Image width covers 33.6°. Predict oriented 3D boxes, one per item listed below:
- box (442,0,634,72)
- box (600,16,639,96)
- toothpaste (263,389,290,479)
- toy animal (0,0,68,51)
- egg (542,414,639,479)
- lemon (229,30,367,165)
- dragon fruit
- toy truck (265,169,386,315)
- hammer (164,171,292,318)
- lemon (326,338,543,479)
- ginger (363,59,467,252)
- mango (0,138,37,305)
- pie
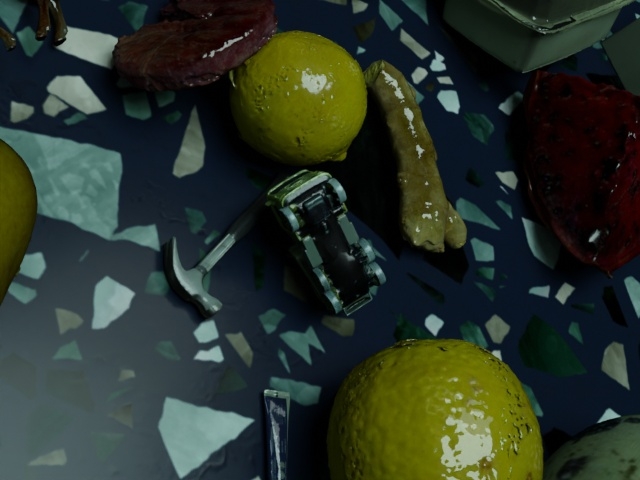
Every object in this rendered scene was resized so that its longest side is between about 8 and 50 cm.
[{"bbox_3d":[0.350,-0.402,1.678,0.290,0.166,0.220,-27,57,-37],"label":"box"},{"bbox_3d":[0.661,-0.311,1.908,0.225,0.117,0.225,-23,85,-37],"label":"box"},{"bbox_3d":[-0.052,0.250,1.284,0.037,0.021,0.140,12,64,-28],"label":"toothpaste"},{"bbox_3d":[-0.440,-0.315,1.238,0.260,0.087,0.243,55,39,0],"label":"toy animal"},{"bbox_3d":[0.391,0.383,1.351,0.287,0.287,0.379,42,48,-12],"label":"egg"},{"bbox_3d":[-0.032,-0.186,1.377,0.206,0.173,0.173,27,59,-27],"label":"lemon"},{"bbox_3d":[0.452,-0.100,1.713,0.329,0.228,0.286,4,101,-52],"label":"dragon fruit"},{"bbox_3d":[0.000,0.000,1.357,0.085,0.116,0.191,-34,115,-15],"label":"toy truck"},{"bbox_3d":[-0.109,-0.016,1.351,0.103,0.029,0.246,46,52,-10],"label":"hammer"},{"bbox_3d":[0.136,0.261,1.253,0.258,0.258,0.310,13,64,-28],"label":"lemon"},{"bbox_3d":[0.129,-0.123,1.522,0.118,0.065,0.299,-5,75,-48],"label":"ginger"},{"bbox_3d":[-0.435,0.037,1.002,0.301,0.220,0.445,48,50,-5],"label":"mango"},{"bbox_3d":[-0.156,-0.258,1.328,0.218,0.204,0.054,-42,131,-27],"label":"pie"}]
